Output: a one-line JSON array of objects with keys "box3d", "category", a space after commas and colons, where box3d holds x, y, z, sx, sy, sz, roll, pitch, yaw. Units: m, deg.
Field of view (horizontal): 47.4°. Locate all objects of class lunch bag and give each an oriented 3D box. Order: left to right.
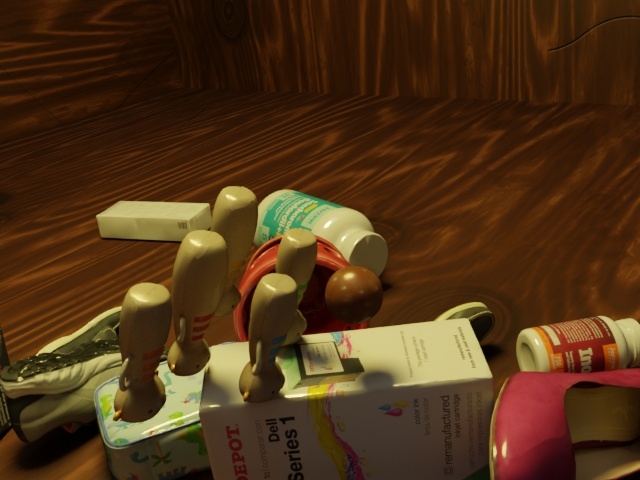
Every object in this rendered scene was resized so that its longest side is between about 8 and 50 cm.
[{"box3d": [-0.169, 0.216, 0.930, 0.219, 0.090, 0.176, -15, 25, -20], "category": "lunch bag"}]

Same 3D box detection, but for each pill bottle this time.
[{"box3d": [0.000, 0.000, 1.326, 0.146, 0.146, 0.264, -22, 27, -33], "category": "pill bottle"}, {"box3d": [0.345, 0.146, 0.960, 0.152, 0.086, 0.086, -10, 23, -6], "category": "pill bottle"}]

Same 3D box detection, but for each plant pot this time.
[{"box3d": [-0.028, 0.088, 1.083, 0.191, 0.191, 0.174, -7, 14, 0], "category": "plant pot"}]

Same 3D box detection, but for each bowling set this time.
[{"box3d": [-0.054, 0.081, 0.678, 0.200, 0.154, 0.287, 17, 28, 9], "category": "bowling set"}]

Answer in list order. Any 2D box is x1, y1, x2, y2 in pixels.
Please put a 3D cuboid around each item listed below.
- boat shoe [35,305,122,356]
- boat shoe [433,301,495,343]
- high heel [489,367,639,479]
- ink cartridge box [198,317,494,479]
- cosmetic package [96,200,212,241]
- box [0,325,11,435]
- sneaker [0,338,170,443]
[{"box3d": [-0.350, 0.174, 1.126, 0.079, 0.084, 0.233, 35, 26, 8], "category": "boat shoe"}, {"box3d": [0.164, 0.160, 0.998, 0.224, 0.080, 0.073, -25, 34, -26], "category": "boat shoe"}, {"box3d": [0.289, 0.185, 0.717, 0.181, 0.127, 0.377, -3, 2, 30], "category": "high heel"}, {"box3d": [0.030, 0.206, 0.753, 0.278, 0.201, 0.117, -6, 24, 1], "category": "ink cartridge box"}, {"box3d": [-0.373, -0.044, 1.643, 0.239, 0.060, 0.099, 3, 26, 21], "category": "cosmetic package"}, {"box3d": [-0.559, 0.200, 0.980, 0.247, 0.163, 0.142, -1, 20, 13], "category": "box"}, {"box3d": [-0.313, 0.200, 1.013, 0.100, 0.108, 0.272, 2, 7, 37], "category": "sneaker"}]
